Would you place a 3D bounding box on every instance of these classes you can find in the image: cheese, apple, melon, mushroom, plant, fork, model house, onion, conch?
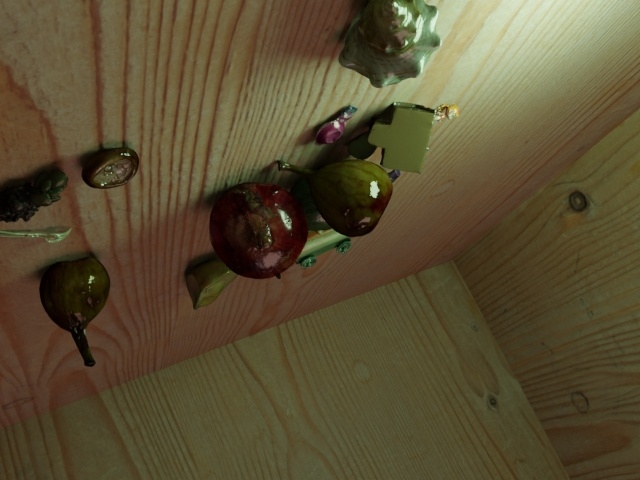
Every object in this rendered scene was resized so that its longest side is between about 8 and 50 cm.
[{"bbox_3d":[0.039,-0.295,1.615,0.145,0.038,0.095,-41,160,28],"label":"cheese"},{"bbox_3d":[-0.381,0.133,2.205,0.193,0.120,0.265,-33,171,-25],"label":"apple"},{"bbox_3d":[0.016,-0.125,1.857,0.287,0.182,0.182,-26,164,-4],"label":"melon"},{"bbox_3d":[-0.442,-0.154,1.309,0.123,0.052,0.123,-31,166,-9],"label":"mushroom"},{"bbox_3d":[-0.587,-0.089,1.259,0.174,0.087,0.085,-27,-160,-5],"label":"plant"},{"bbox_3d":[-0.680,-0.011,1.446,0.034,0.028,0.219,-32,163,34],"label":"fork"},{"bbox_3d":[0.223,-0.299,1.748,0.176,0.181,0.248,13,-164,5],"label":"model house"},{"bbox_3d":[-0.173,-0.029,1.715,0.276,0.276,0.276,-23,164,-7],"label":"onion"},{"bbox_3d":[0.138,-0.385,1.266,0.203,0.170,0.386,0,163,5],"label":"conch"},{"bbox_3d":[0.123,-0.269,1.811,0.078,0.066,0.083,-39,180,8],"label":"model house"}]

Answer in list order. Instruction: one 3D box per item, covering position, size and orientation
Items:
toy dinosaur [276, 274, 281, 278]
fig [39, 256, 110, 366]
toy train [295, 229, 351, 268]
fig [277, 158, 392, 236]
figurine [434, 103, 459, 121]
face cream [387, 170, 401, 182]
[{"bbox_3d":[-0.178,0.104,2.428,0.044,0.106,0.187,-16,161,-30],"label":"toy dinosaur"},{"bbox_3d":[-0.653,0.176,1.666,0.190,0.290,0.191,-13,138,-12],"label":"fig"},{"bbox_3d":[0.000,0.000,2.385,0.285,0.116,0.177,-22,152,-9],"label":"toy train"},{"bbox_3d":[0.031,-0.153,1.681,0.217,0.320,0.217,-61,176,-6],"label":"fig"},{"bbox_3d":[0.355,-0.372,1.838,0.109,0.047,0.064,-17,172,5],"label":"figurine"},{"bbox_3d":[0.175,-0.164,2.162,0.078,0.078,0.273,-7,156,-49],"label":"face cream"}]
